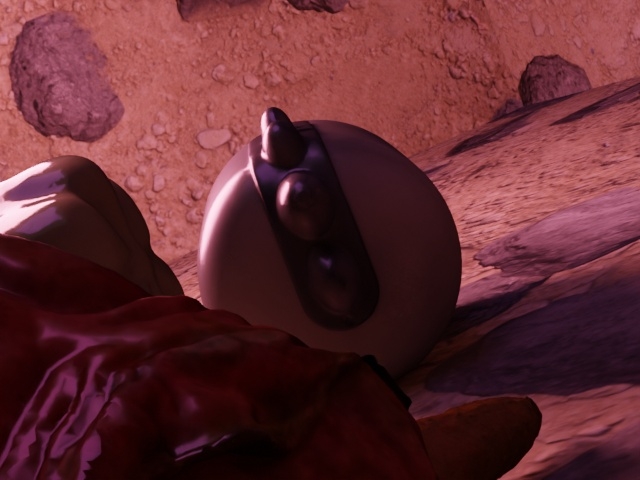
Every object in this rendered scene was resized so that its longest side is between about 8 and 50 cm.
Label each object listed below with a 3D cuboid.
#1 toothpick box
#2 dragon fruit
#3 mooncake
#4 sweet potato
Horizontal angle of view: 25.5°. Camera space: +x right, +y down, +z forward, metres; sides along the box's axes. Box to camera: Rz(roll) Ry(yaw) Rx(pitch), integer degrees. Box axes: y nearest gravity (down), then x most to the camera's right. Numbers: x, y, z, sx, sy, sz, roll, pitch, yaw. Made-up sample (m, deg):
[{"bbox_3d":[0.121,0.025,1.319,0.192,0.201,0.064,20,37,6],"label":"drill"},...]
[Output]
[{"bbox_3d":[0.000,0.000,1.134,0.229,0.229,0.316,-22,6,0],"label":"toothpick box"},{"bbox_3d":[-0.105,0.114,0.454,0.329,0.286,0.228,-12,4,11],"label":"dragon fruit"},{"bbox_3d":[-0.225,0.045,1.377,0.135,0.275,0.275,-28,5,9],"label":"mooncake"},{"bbox_3d":[0.017,0.133,0.684,0.314,0.072,0.066,-29,-29,-47],"label":"sweet potato"}]
